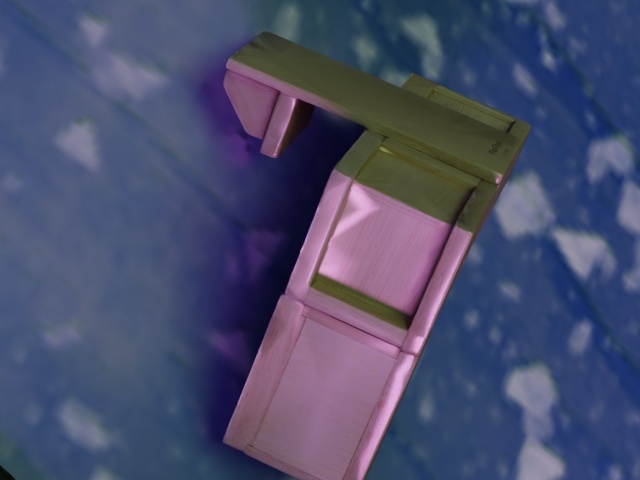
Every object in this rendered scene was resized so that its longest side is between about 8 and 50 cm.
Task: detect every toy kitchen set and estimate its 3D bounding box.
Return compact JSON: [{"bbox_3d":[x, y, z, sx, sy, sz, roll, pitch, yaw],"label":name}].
[{"bbox_3d":[0.000,0.000,0.429,0.068,0.075,0.083,25,24,6],"label":"toy kitchen set"}]

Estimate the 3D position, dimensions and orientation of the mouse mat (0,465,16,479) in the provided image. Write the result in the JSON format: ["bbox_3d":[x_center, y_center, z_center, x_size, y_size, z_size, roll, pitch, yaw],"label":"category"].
[{"bbox_3d":[-0.095,0.135,0.346,0.152,0.007,0.189,47,60,-22],"label":"mouse mat"}]
